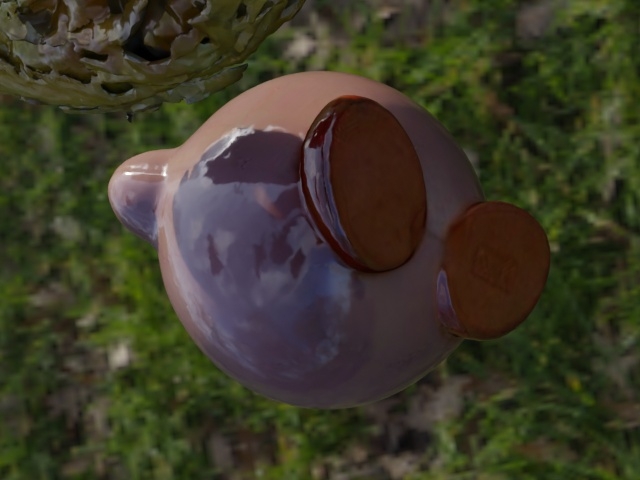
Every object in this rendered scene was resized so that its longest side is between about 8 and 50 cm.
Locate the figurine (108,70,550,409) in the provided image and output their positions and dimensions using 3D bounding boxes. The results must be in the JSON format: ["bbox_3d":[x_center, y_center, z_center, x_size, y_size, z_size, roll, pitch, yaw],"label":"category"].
[{"bbox_3d":[0.000,0.000,0.883,0.173,0.173,0.173,12,104,54],"label":"figurine"}]

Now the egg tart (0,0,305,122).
[{"bbox_3d":[-0.123,-0.174,0.752,0.297,0.297,0.132,-43,18,49],"label":"egg tart"}]
